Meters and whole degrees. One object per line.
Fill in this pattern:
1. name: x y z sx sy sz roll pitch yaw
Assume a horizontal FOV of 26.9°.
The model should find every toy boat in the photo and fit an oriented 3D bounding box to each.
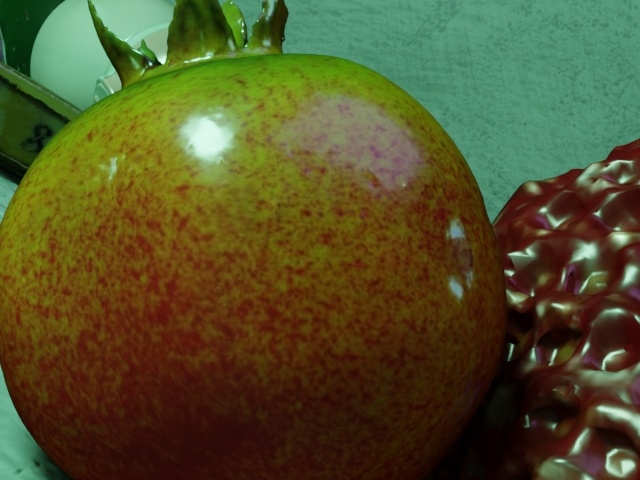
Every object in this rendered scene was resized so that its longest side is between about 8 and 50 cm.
1. toy boat: -0.205 -0.079 0.972 0.226 0.068 0.088 30 1 -29

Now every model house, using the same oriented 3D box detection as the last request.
1. model house: -0.295 -0.225 1.268 0.088 0.117 0.167 8 41 19

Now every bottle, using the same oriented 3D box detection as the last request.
1. bottle: -0.140 -0.128 1.106 0.147 0.147 0.236 31 -1 -31

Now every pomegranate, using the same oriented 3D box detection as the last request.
1. pomegranate: -0.030 0.003 0.582 0.221 0.221 0.256 -7 86 -78

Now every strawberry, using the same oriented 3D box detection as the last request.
1. strawberry: 0.157 0.116 0.655 0.295 0.317 0.345 42 32 13
